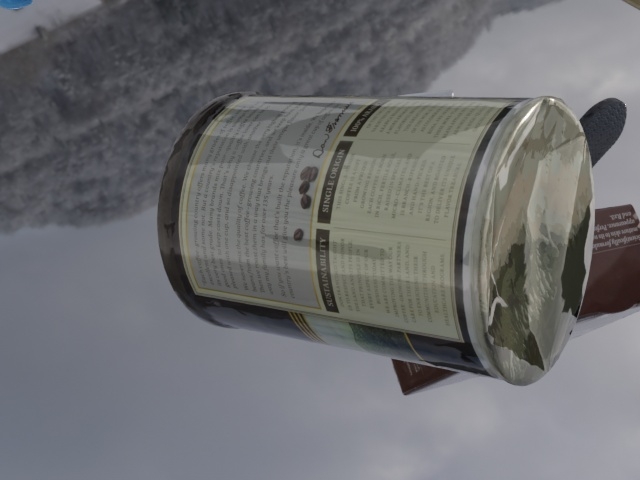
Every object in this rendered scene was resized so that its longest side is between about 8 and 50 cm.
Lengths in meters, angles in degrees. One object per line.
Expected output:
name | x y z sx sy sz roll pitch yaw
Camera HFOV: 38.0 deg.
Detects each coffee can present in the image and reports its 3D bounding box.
coffee can | 0.042 -0.012 0.715 0.275 0.202 0.201 7 -146 35

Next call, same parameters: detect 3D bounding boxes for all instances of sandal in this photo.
sandal | 0.437 -0.147 1.617 0.097 0.254 0.054 0 -135 -31

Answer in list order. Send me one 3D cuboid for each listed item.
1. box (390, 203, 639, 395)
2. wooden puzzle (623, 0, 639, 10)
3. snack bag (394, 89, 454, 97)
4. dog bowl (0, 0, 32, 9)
box | 0.256 0.091 1.271 0.191 0.143 0.381 -9 165 -30
wooden puzzle | 0.421 -0.473 1.380 0.044 0.239 0.221 -31 -132 -11
snack bag | 0.005 -0.089 1.334 0.323 0.037 0.342 2 -132 36
dog bowl | -0.387 -0.448 1.371 0.297 0.074 0.166 -43 176 -45
